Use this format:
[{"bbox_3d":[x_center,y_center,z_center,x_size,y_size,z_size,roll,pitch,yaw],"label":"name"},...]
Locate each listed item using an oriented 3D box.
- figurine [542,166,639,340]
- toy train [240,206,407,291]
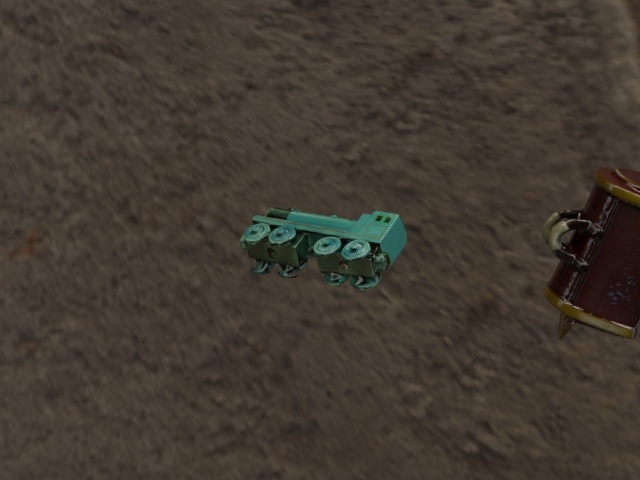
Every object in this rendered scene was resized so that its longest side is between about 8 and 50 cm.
[{"bbox_3d":[0.224,0.015,1.362,0.098,0.082,0.154,17,109,-18],"label":"figurine"},{"bbox_3d":[0.000,0.000,0.884,0.045,0.092,0.029,-52,138,-36],"label":"toy train"}]
